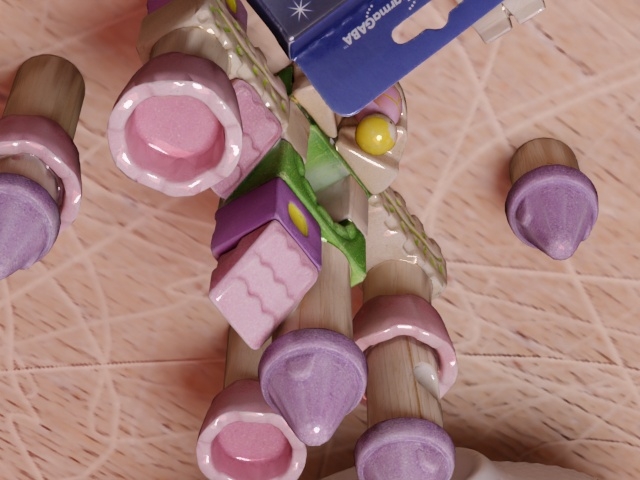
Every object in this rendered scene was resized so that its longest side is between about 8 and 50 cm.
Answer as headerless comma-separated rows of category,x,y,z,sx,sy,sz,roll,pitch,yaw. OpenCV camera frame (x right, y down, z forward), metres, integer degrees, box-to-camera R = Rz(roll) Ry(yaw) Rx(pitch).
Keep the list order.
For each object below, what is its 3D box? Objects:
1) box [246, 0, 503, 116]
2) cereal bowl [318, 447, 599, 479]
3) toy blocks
box,-0.006,-0.184,0.721,0.136,0.036,0.225,-38,84,-5
cereal bowl,0.047,0.219,0.939,0.339,0.339,0.141,-17,96,12
toy blocks,0.000,0.000,0.808,0.309,0.260,0.288,-29,119,18
